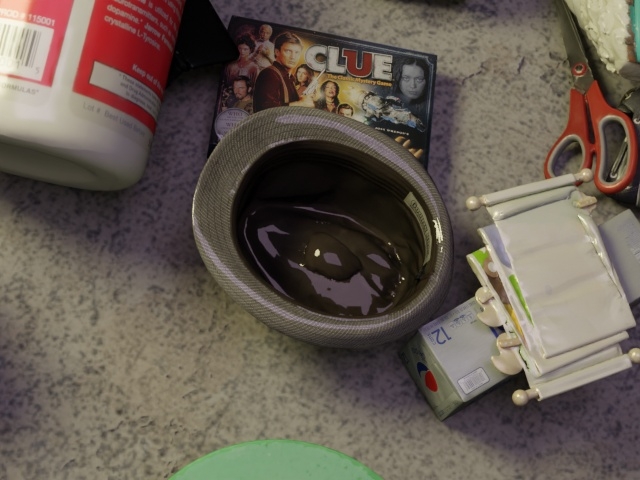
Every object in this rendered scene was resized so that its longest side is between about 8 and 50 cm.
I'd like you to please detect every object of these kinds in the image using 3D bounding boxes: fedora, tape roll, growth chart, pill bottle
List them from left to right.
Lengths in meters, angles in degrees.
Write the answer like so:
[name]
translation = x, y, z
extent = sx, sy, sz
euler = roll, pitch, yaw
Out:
[pill bottle]
translation = -0.246, -0.272, 1.158
extent = 0.229, 0.229, 0.407
euler = 13, 81, -6
[tape roll]
translation = -0.044, 0.354, 1.095
extent = 0.321, 0.077, 0.321
euler = 3, 71, -10
[fedora]
translation = 0.000, 0.000, 1.201
extent = 0.276, 0.124, 0.243
euler = 21, 69, -4
[growth chart]
translation = 0.234, 0.043, 1.182
extent = 0.172, 0.021, 0.237
euler = -9, 71, -12

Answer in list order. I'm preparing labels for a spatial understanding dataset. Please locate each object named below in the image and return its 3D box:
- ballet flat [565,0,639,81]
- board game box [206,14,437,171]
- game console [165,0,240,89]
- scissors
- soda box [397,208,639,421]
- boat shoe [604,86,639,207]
[ballet flat]
translation = 0.355, -0.351, 1.397
extent = 0.147, 0.147, 0.408
euler = 17, 62, -5
[board game box]
translation = 0.005, -0.153, 1.300
extent = 0.243, 0.042, 0.165
euler = 9, 69, -7
[game console]
translation = -0.168, -0.220, 1.283
extent = 0.107, 0.071, 0.122
euler = -41, 65, 24
[scissors]
translation = 0.320, -0.186, 1.359
extent = 0.109, 0.021, 0.297
euler = -7, 63, 31
[soda box]
translation = 0.230, 0.079, 1.232
extent = 0.286, 0.098, 0.091
euler = -27, 76, -19
[boat shoe]
translation = 0.382, -0.142, 1.358
extent = 0.076, 0.080, 0.228
euler = 11, 71, 20
